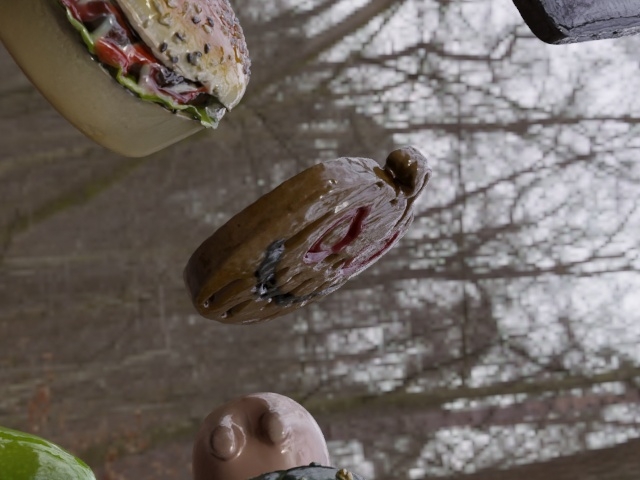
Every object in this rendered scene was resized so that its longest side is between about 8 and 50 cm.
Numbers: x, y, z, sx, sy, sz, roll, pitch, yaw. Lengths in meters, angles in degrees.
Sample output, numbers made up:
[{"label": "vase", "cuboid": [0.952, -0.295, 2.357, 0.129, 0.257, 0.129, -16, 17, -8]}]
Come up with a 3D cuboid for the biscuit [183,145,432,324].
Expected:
[{"label": "biscuit", "cuboid": [0.001, 0.001, 1.576, 0.063, 0.314, 0.367, 60, 10, 16]}]

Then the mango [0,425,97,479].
[{"label": "mango", "cuboid": [-0.283, 0.158, 0.836, 0.143, 0.293, 0.175, -94, -162, -69]}]

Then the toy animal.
[{"label": "toy animal", "cuboid": [-0.063, 0.355, 1.660, 0.269, 0.237, 0.326, 74, 8, -72]}]

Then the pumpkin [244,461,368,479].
[{"label": "pumpkin", "cuboid": [-0.006, 0.243, 0.938, 0.190, 0.190, 0.146, 111, -14, -50]}]

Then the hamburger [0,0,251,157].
[{"label": "hamburger", "cuboid": [-0.189, -0.221, 1.302, 0.176, 0.300, 0.300, -37, -139, 12]}]

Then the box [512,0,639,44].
[{"label": "box", "cuboid": [0.345, -0.409, 1.900, 0.073, 0.289, 0.290, -44, -113, 48]}]
